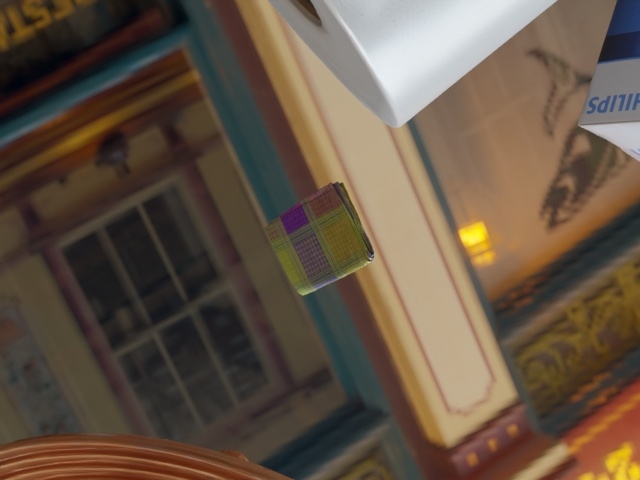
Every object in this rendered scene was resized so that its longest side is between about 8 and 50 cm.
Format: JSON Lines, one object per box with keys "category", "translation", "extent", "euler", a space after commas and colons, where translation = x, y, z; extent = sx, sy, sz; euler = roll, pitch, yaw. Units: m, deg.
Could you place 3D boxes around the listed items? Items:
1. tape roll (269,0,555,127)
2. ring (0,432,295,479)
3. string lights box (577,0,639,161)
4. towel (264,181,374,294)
{"category": "tape roll", "translation": [0.022, -0.193, 0.703], "extent": [0.169, 0.246, 0.246], "euler": [-38, -158, -1]}
{"category": "ring", "translation": [-0.077, 0.220, 0.943], "extent": [0.336, 0.337, 0.032], "euler": [-13, -145, 27]}
{"category": "string lights box", "translation": [0.265, -0.164, 1.030], "extent": [0.076, 0.133, 0.260], "euler": [1, -111, 57]}
{"category": "towel", "translation": [0.000, 0.000, 1.123], "extent": [0.009, 0.060, 0.083], "euler": [-23, 175, -45]}
